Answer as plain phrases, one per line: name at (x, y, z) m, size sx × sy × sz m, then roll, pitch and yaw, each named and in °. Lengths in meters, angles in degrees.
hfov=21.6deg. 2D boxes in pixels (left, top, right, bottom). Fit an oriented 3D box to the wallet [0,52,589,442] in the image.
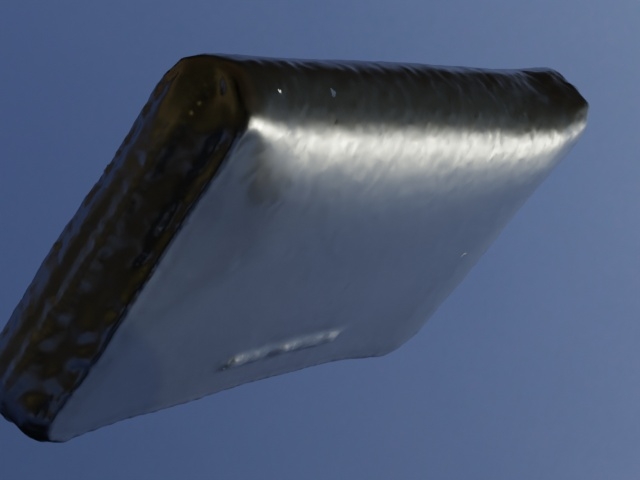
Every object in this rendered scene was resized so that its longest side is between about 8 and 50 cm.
wallet at (0.000, 0.000, 0.578) m, size 0.044 × 0.149 × 0.250 m, roll 46°, pitch -156°, yaw 20°
